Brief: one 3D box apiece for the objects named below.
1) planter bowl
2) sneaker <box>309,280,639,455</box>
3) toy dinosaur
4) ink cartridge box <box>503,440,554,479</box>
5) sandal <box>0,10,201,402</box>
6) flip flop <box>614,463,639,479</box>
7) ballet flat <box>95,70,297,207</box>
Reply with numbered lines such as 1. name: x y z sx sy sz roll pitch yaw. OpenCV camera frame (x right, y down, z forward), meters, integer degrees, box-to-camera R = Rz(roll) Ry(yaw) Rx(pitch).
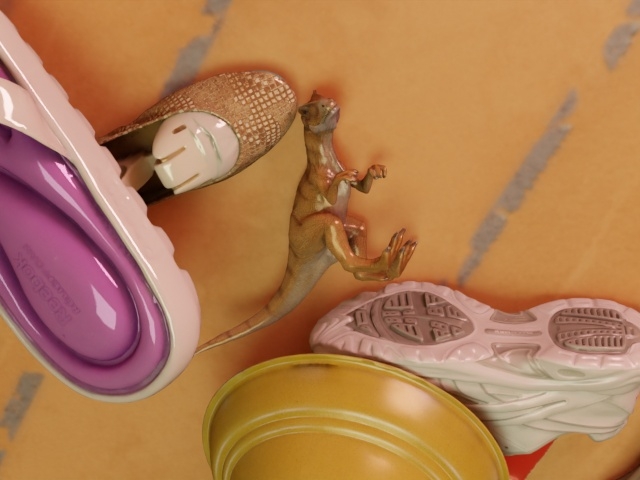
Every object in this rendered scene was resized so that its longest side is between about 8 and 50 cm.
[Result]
1. planter bowl: 0.013 0.183 1.061 0.217 0.090 0.217 9 133 9
2. sneaker: 0.106 0.099 1.075 0.232 0.090 0.115 7 125 7
3. toy dinosaur: 0.000 0.000 1.057 0.112 0.064 0.211 24 116 16
4. ink cartridge box: 0.047 0.178 1.160 0.189 0.066 0.232 26 127 -8
5. sandal: -0.238 -0.060 0.975 0.416 0.102 0.169 43 121 0
6. flip flop: 0.258 0.180 1.105 0.112 0.080 0.277 32 123 -11
7. ballet flat: -0.109 -0.047 1.030 0.206 0.067 0.073 -23 116 23
